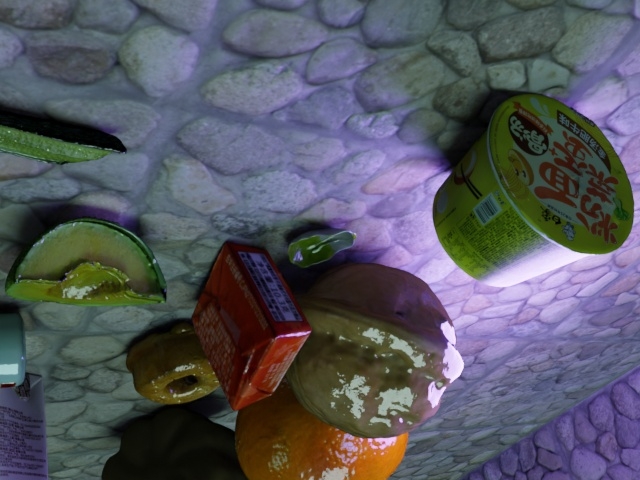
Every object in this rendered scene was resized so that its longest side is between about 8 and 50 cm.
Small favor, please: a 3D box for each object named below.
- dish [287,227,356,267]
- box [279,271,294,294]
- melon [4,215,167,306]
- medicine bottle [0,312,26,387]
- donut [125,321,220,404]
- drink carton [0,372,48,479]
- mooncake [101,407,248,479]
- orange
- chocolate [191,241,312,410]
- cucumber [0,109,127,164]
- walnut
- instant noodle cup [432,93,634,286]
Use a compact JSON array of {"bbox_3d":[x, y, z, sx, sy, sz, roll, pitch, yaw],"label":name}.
[{"bbox_3d":[0.000,0.000,1.479,0.137,0.039,0.091,-19,143,2],"label":"dish"},{"bbox_3d":[-0.140,0.117,1.608,0.156,0.022,0.089,-21,146,7],"label":"box"},{"bbox_3d":[-0.409,0.041,1.291,0.265,0.129,0.169,11,161,-41],"label":"melon"},{"bbox_3d":[-0.659,0.204,1.392,0.225,0.139,0.139,1,144,-26],"label":"medicine bottle"},{"bbox_3d":[-0.310,0.274,1.689,0.226,0.114,0.227,-13,149,-8],"label":"donut"},{"bbox_3d":[-0.679,0.459,1.600,0.194,0.325,0.132,-30,146,22],"label":"drink carton"},{"bbox_3d":[-0.375,0.616,1.960,0.378,0.379,0.201,-21,143,7],"label":"mooncake"},{"bbox_3d":[-0.003,0.442,1.853,0.423,0.424,0.326,-12,105,-8],"label":"orange"},{"bbox_3d":[-0.136,0.160,1.462,0.108,0.237,0.235,-3,137,-35],"label":"chocolate"},{"bbox_3d":[-0.388,-0.142,1.078,0.220,0.046,0.070,11,141,-35],"label":"cucumber"},{"bbox_3d":[0.099,0.227,1.580,0.383,0.384,0.384,-12,148,-8],"label":"walnut"},{"bbox_3d":[0.350,-0.070,1.326,0.311,0.312,0.221,3,154,-28],"label":"instant noodle cup"}]
